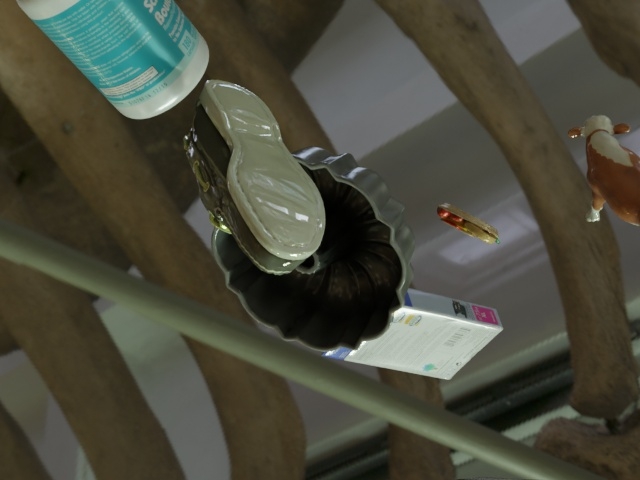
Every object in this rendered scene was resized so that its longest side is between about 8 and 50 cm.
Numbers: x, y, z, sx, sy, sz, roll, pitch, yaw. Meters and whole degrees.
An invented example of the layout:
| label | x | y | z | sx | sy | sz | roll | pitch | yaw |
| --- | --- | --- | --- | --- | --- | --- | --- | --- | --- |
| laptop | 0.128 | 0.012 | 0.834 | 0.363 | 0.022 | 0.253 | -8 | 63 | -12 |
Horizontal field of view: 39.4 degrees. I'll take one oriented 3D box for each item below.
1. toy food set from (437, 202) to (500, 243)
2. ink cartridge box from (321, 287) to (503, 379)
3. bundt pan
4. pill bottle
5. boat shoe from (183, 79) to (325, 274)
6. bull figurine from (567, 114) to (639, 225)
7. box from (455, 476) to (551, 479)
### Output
| label | x | y | z | sx | sy | sz | roll | pitch | yaw |
| --- | --- | --- | --- | --- | --- | --- | --- | --- | --- |
| toy food set | 0.171 | -0.018 | 1.039 | 0.083 | 0.082 | 0.020 | 29 | -87 | 20 |
| ink cartridge box | 0.172 | 0.175 | 1.708 | 0.185 | 0.311 | 0.065 | -52 | -142 | 37 |
| bundt pan | 0.000 | 0.000 | 1.367 | 0.331 | 0.330 | 0.124 | -16 | -162 | 35 |
| pill bottle | -0.263 | -0.281 | 1.076 | 0.146 | 0.264 | 0.146 | -20 | -134 | 22 |
| boat shoe | -0.080 | -0.061 | 0.974 | 0.091 | 0.109 | 0.305 | -58 | -144 | 29 |
| bull figurine | 0.530 | -0.081 | 1.531 | 0.101 | 0.188 | 0.310 | -23 | -136 | -7 |
| box | 0.175 | 0.317 | 0.753 | 0.136 | 0.037 | 0.225 | -24 | -113 | 61 |
